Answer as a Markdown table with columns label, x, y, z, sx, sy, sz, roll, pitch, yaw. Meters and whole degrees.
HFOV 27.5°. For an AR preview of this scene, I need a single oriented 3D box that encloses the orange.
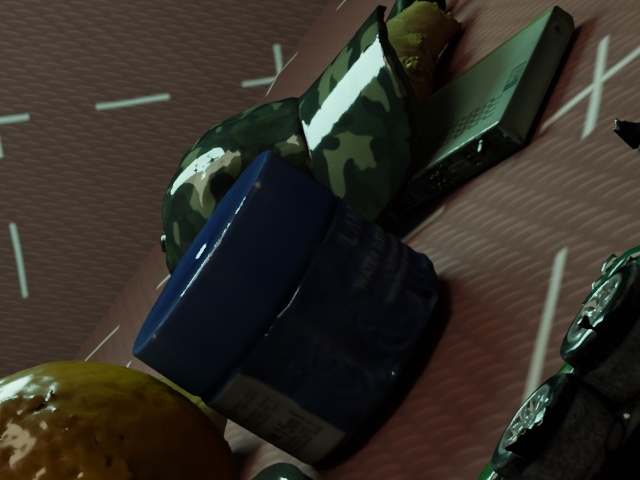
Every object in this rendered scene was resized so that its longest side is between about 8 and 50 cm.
| label | x | y | z | sx | sy | sz | roll | pitch | yaw |
| --- | --- | --- | --- | --- | --- | --- | --- | --- | --- |
| orange | -0.229 | 0.280 | 1.251 | 0.341 | 0.340 | 0.293 | -52 | -12 | 11 |

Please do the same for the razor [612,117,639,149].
| label | x | y | z | sx | sy | sz | roll | pitch | yaw |
| --- | --- | --- | --- | --- | --- | --- | --- | --- | --- |
| razor | 0.320 | -0.147 | 1.071 | 0.190 | 0.033 | 0.066 | -49 | -28 | 10 |

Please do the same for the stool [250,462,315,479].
| label | x | y | z | sx | sy | sz | roll | pitch | yaw |
| --- | --- | --- | --- | --- | --- | --- | --- | --- | --- |
| stool | -0.010 | 0.260 | 0.952 | 0.153 | 0.139 | 0.228 | -58 | 15 | -12 |

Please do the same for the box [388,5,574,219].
| label | x | y | z | sx | sy | sz | roll | pitch | yaw |
| --- | --- | --- | --- | --- | --- | --- | --- | --- | --- |
| box | 0.173 | -0.138 | 1.506 | 0.270 | 0.045 | 0.211 | -34 | 24 | 55 |

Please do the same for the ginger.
| label | x | y | z | sx | sy | sz | roll | pitch | yaw |
| --- | --- | --- | --- | --- | --- | --- | --- | --- | --- |
| ginger | 0.091 | -0.186 | 1.812 | 0.375 | 0.166 | 0.236 | -43 | -18 | -59 |

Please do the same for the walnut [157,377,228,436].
| label | x | y | z | sx | sy | sz | roll | pitch | yaw |
| --- | --- | --- | --- | --- | --- | --- | --- | --- | --- |
| walnut | -0.224 | 0.273 | 1.554 | 0.298 | 0.203 | 0.203 | -37 | 15 | 2 |

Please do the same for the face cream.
| label | x | y | z | sx | sy | sz | roll | pitch | yaw |
| --- | --- | --- | --- | --- | --- | --- | --- | --- | --- |
| face cream | -0.032 | 0.070 | 1.315 | 0.249 | 0.225 | 0.249 | -53 | 11 | 15 |

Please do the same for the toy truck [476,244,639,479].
| label | x | y | z | sx | sy | sz | roll | pitch | yaw |
| --- | --- | --- | --- | --- | --- | --- | --- | --- | --- |
| toy truck | 0.215 | 0.045 | 0.659 | 0.363 | 0.176 | 0.178 | -53 | 1 | 9 |

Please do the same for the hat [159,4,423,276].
| label | x | y | z | sx | sy | sz | roll | pitch | yaw |
| --- | --- | --- | --- | --- | --- | --- | --- | --- | --- |
| hat | -0.052 | -0.107 | 1.586 | 0.382 | 0.257 | 0.366 | 107 | 154 | -46 |

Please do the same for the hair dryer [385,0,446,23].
| label | x | y | z | sx | sy | sz | roll | pitch | yaw |
| --- | --- | --- | --- | --- | --- | --- | --- | --- | --- |
| hair dryer | 0.120 | -0.361 | 1.950 | 0.248 | 0.077 | 0.196 | 82 | -152 | -51 |
